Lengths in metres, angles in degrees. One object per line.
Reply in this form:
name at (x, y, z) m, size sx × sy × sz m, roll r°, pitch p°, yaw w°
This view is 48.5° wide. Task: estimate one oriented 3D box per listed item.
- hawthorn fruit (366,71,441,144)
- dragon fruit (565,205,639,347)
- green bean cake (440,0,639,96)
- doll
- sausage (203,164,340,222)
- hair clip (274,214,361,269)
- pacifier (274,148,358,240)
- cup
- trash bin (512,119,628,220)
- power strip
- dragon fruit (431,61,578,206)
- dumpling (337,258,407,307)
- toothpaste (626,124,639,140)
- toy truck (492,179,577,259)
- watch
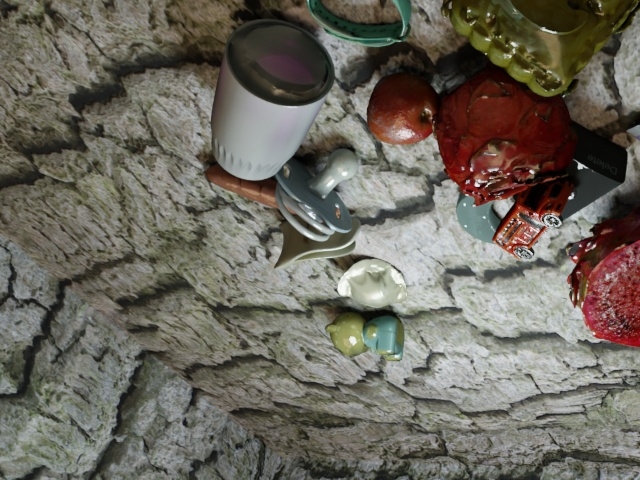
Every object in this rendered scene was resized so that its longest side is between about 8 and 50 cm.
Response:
hawthorn fruit at (0.196, -0.303, 1.658) m, size 0.173 × 0.172 × 0.172 m, roll 13°, pitch 144°, yaw 10°
dragon fruit at (0.800, 0.066, 1.771) m, size 0.371 × 0.249 × 0.386 m, roll 30°, pitch 117°, yaw -22°
green bean cake at (0.410, -0.447, 1.296) m, size 0.310 × 0.202 × 0.285 m, roll 37°, pitch 103°, yaw 2°
doll at (0.157, 0.337, 2.531) m, size 0.261 × 0.161 × 0.177 m, roll 0°, pitch 162°, yaw 23°
sausage at (-0.145, -0.142, 2.105) m, size 0.433 × 0.087 × 0.087 m, roll 18°, pitch 145°, yaw 3°
hair clip at (-0.010, -0.009, 2.161) m, size 0.282 × 0.172 × 0.113 m, roll -1°, pitch 149°, yaw 12°
pacifier at (0.011, -0.153, 1.935) m, size 0.299 × 0.244 × 0.233 m, roll 36°, pitch 112°, yaw -23°
cup at (-0.136, -0.323, 1.712) m, size 0.253 × 0.253 × 0.371 m, roll 24°, pitch 146°, yaw -6°
trash bin at (0.591, -0.153, 1.711) m, size 0.165 × 0.115 × 0.225 m, roll 26°, pitch 146°, yaw -7°
power strip at (0.457, -0.069, 1.938) m, size 0.168 × 0.054 × 0.253 m, roll 5°, pitch 142°, yaw 24°
dragon fruit at (0.394, -0.228, 1.545) m, size 0.296 × 0.296 × 0.301 m, roll -27°, pitch 100°, yaw 46°
dumpling at (0.180, 0.139, 2.311) m, size 0.216 × 0.126 × 0.166 m, roll 22°, pitch 119°, yaw 13°
toothpaste at (0.861, -0.168, 1.592) m, size 0.371 × 0.079 × 0.125 m, roll 33°, pitch 158°, yaw -16°
toy truck at (0.509, -0.059, 1.707) m, size 0.114 × 0.107 × 0.252 m, roll 30°, pitch 153°, yaw 8°
watch at (0.088, -0.506, 1.520) m, size 0.237 × 0.068 × 0.195 m, roll 21°, pitch 146°, yaw 0°
